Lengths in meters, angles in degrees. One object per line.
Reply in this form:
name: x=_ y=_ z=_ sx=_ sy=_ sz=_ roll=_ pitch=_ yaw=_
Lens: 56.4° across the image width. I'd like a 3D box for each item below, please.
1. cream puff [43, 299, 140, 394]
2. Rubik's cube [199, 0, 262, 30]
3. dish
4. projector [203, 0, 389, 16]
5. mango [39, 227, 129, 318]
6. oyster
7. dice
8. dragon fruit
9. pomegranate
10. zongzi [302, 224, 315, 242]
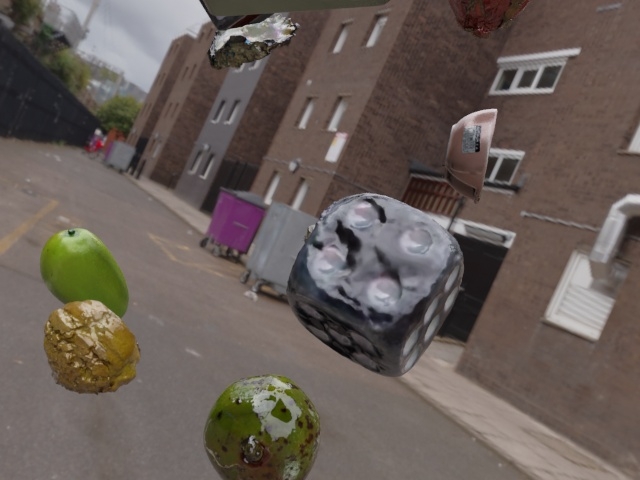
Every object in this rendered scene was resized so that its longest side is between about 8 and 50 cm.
cream puff: x=-0.409 y=0.195 z=1.045 sx=0.189 sy=0.129 sz=0.189 roll=24 pitch=-43 yaw=26
Rubik's cube: x=-0.145 y=-0.691 z=1.327 sx=0.318 sy=0.313 sz=0.316 roll=58 pitch=21 yaw=-14
dish: x=0.315 y=-0.182 z=1.285 sx=0.090 sy=0.213 sz=0.213 roll=12 pitch=-3 yaw=13
projector: x=-0.024 y=-0.429 z=0.815 sx=0.259 sy=0.257 sz=0.079 roll=1 pitch=-17 yaw=12
mango: x=-0.670 y=0.117 z=1.717 sx=0.156 sy=0.192 sz=0.343 roll=50 pitch=-15 yaw=53
oyster: x=-0.192 y=-0.549 z=1.643 sx=0.198 sy=0.260 sz=0.092 roll=36 pitch=-34 yaw=42
dice: x=0.074 y=0.060 z=0.798 sx=0.183 sy=0.182 sz=0.181 roll=27 pitch=-21 yaw=22
dragon fruit: x=0.364 y=-0.525 z=1.316 sx=0.224 sy=0.148 sz=0.218 roll=21 pitch=31 yaw=32
pomegranate: x=-0.106 y=0.328 z=1.012 sx=0.198 sy=0.198 sz=0.246 roll=24 pitch=-25 yaw=-20
zongzi: x=0.000 y=0.000 z=1.724 sx=0.197 sy=0.099 sz=0.194 roll=78 pitch=-4 yaw=-49
